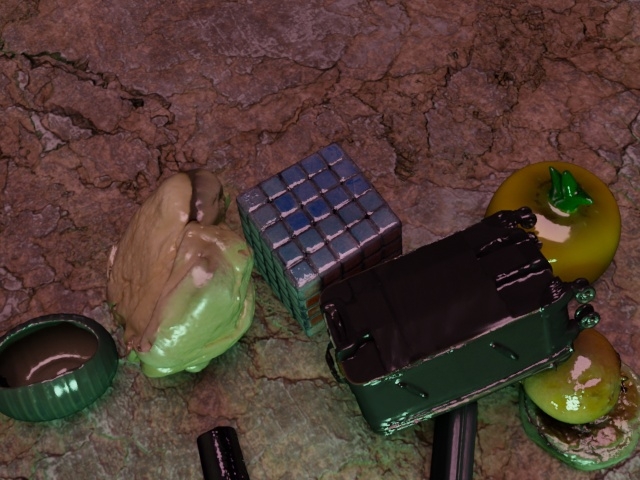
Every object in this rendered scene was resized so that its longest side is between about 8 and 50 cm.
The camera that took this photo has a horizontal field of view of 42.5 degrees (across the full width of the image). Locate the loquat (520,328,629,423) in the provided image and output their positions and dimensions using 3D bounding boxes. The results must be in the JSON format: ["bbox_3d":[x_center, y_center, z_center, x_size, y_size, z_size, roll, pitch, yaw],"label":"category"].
[{"bbox_3d":[0.426,0.232,1.427,0.204,0.149,0.172,-8,64,16],"label":"loquat"}]

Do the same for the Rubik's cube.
[{"bbox_3d":[0.000,0.000,1.574,0.237,0.238,0.237,-32,63,-14],"label":"Rubik's cube"}]

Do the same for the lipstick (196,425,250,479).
[{"bbox_3d":[-0.146,0.465,1.410,0.081,0.081,0.300,-16,61,-7],"label":"lipstick"}]

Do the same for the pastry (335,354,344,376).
[{"bbox_3d":[0.077,0.224,1.549,0.097,0.057,0.109,23,65,12],"label":"pastry"}]

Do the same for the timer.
[{"bbox_3d":[0.448,-0.045,1.566,0.285,0.285,0.285,-1,61,1],"label":"timer"}]

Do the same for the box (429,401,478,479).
[{"bbox_3d":[0.221,0.390,1.394,0.050,0.160,0.230,10,61,0],"label":"box"}]

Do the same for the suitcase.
[{"bbox_3d":[0.214,0.132,1.396,0.433,0.194,0.283,-22,38,-1],"label":"suitcase"}]

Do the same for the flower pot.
[{"bbox_3d":[-0.493,0.233,1.506,0.243,0.157,0.189,-16,60,-6],"label":"flower pot"}]

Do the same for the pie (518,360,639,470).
[{"bbox_3d":[0.479,0.300,1.498,0.240,0.054,0.241,-2,60,3],"label":"pie"}]

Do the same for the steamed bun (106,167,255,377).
[{"bbox_3d":[-0.240,0.070,1.521,0.230,0.325,0.372,21,35,-36],"label":"steamed bun"}]
